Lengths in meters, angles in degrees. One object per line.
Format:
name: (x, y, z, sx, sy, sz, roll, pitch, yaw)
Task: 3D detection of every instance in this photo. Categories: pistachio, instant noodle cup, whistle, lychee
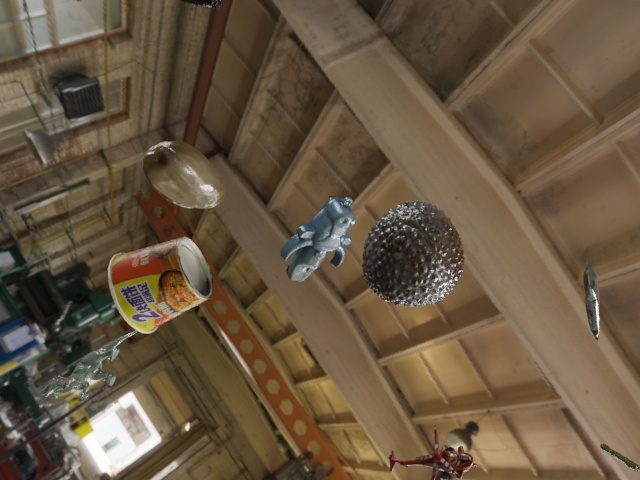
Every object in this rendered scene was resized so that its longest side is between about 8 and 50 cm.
pistachio: (-0.310, -0.143, 1.154, 0.129, 0.131, 0.206, 17, -18, 43)
instant noodle cup: (-0.371, 0.095, 1.214, 0.213, 0.174, 0.213, -22, 90, -83)
whistle: (0.000, 0.000, 1.227, 0.269, 0.180, 0.093, -59, -136, 27)
lychee: (0.255, 0.040, 1.391, 0.300, 0.300, 0.300, 37, -36, 33)

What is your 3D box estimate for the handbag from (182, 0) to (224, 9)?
handbag: (-0.331, -0.704, 1.223, 0.246, 0.080, 0.223, 19, -76, 0)

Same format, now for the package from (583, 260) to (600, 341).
package: (0.306, 0.069, 0.569, 0.015, 0.037, 0.110, -8, -45, 25)

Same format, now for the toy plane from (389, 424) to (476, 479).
toy plane: (0.227, 0.462, 1.035, 0.077, 0.126, 0.194, 33, -59, -24)

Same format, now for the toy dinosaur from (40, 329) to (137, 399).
toy dinosaur: (-0.563, 0.302, 1.263, 0.167, 0.242, 0.053, 6, -42, 31)

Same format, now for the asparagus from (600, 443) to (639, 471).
asparagus: (0.558, 0.404, 0.951, 0.015, 0.014, 0.114, 59, -2, -1)
